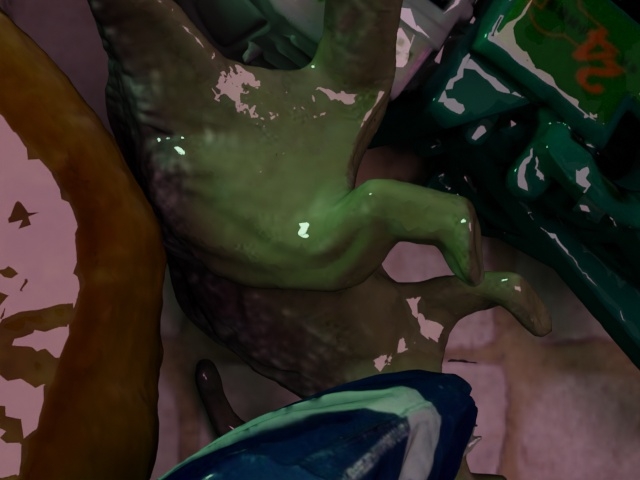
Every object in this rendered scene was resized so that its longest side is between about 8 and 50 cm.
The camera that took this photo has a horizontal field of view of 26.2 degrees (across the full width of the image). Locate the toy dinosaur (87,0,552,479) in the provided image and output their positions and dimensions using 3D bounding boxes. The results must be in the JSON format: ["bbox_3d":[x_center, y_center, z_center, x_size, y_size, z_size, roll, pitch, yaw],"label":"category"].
[{"bbox_3d":[-0.003,0.005,0.518,0.077,0.162,0.294,-42,126,-55],"label":"toy dinosaur"}]

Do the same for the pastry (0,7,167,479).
[{"bbox_3d":[-0.222,0.041,0.449,0.355,0.164,0.356,4,78,-19],"label":"pastry"}]

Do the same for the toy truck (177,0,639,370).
[{"bbox_3d":[0.108,-0.073,0.611,0.363,0.176,0.178,39,75,-15],"label":"toy truck"}]

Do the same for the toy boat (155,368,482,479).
[{"bbox_3d":[-0.016,0.113,0.452,0.070,0.210,0.291,50,22,14],"label":"toy boat"}]
